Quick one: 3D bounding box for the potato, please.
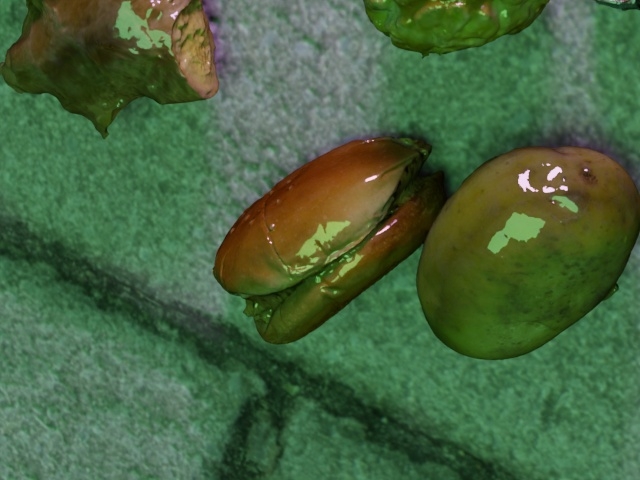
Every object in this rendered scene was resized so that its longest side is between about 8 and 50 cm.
[{"bbox_3d":[0.201,0.008,1.451,0.197,0.148,0.228,13,127,-1],"label":"potato"}]

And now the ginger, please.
[{"bbox_3d":[-0.241,-0.210,1.527,0.270,0.123,0.219,-11,110,22],"label":"ginger"}]

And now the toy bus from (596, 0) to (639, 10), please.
[{"bbox_3d":[0.368,-0.252,1.330,0.268,0.092,0.106,2,101,19],"label":"toy bus"}]

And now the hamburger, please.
[{"bbox_3d":[0.000,0.000,1.514,0.283,0.156,0.144,-37,96,29],"label":"hamburger"}]

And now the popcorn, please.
[{"bbox_3d":[0.112,-0.266,1.366,0.198,0.198,0.212,-33,64,27],"label":"popcorn"}]
